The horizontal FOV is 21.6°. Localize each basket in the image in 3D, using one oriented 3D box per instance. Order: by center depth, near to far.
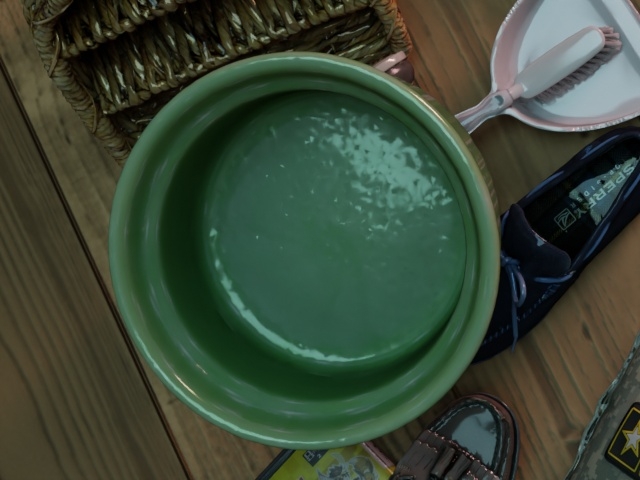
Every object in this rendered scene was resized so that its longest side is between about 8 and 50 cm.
[{"bbox_3d":[-0.101,-0.216,1.440,0.299,0.213,0.223,-20,76,13],"label":"basket"}]

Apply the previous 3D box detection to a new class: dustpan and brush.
[{"bbox_3d":[0.179,-0.133,1.422,0.211,0.060,0.147,-34,80,16],"label":"dustpan and brush"}]

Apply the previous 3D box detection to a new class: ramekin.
[{"bbox_3d":[0.000,0.000,1.319,0.303,0.148,0.303,2,100,14],"label":"ramekin"}]

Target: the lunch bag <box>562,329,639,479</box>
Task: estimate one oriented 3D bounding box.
[{"bbox_3d":[0.329,0.193,1.283,0.287,0.169,0.235,28,94,26],"label":"lunch bag"}]

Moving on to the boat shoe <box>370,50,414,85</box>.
[{"bbox_3d":[-0.030,-0.028,1.457,0.335,0.112,0.095,-40,93,13],"label":"boat shoe"}]

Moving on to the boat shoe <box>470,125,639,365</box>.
[{"bbox_3d":[0.177,-0.006,1.393,0.109,0.089,0.258,41,95,18],"label":"boat shoe"}]

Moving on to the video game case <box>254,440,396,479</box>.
[{"bbox_3d":[0.002,0.323,1.428,0.248,0.035,0.275,44,97,17],"label":"video game case"}]

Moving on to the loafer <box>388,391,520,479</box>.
[{"bbox_3d":[0.075,0.244,1.352,0.096,0.084,0.268,31,92,18],"label":"loafer"}]
